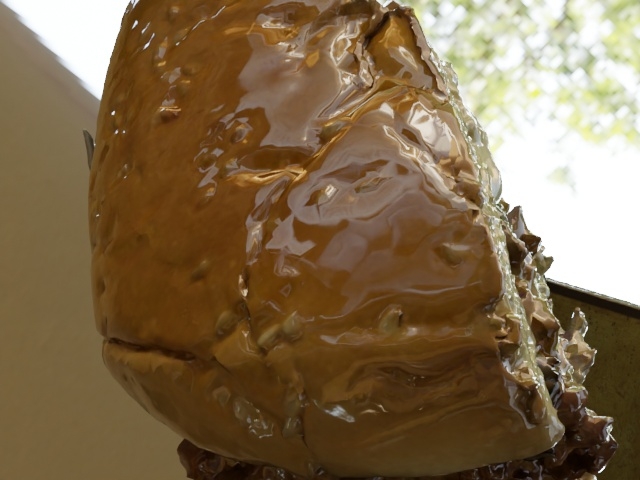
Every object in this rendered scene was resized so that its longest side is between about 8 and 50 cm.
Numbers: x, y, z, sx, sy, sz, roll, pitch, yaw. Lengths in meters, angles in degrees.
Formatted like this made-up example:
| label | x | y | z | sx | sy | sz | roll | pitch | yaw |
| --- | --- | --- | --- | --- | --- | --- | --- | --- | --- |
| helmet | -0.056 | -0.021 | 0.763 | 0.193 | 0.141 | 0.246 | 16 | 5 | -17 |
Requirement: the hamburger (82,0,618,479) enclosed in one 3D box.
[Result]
| label | x | y | z | sx | sy | sz | roll | pitch | yaw |
| --- | --- | --- | --- | --- | --- | --- | --- | --- | --- |
| hamburger | 0.000 | 0.000 | 0.666 | 0.245 | 0.282 | 0.155 | -58 | -38 | -26 |

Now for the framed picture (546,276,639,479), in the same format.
| label | x | y | z | sx | sy | sz | roll | pitch | yaw |
| --- | --- | --- | --- | --- | --- | --- | --- | --- | --- |
| framed picture | 0.178 | 0.197 | 1.423 | 0.014 | 0.339 | 0.255 | -5 | -165 | -38 |
